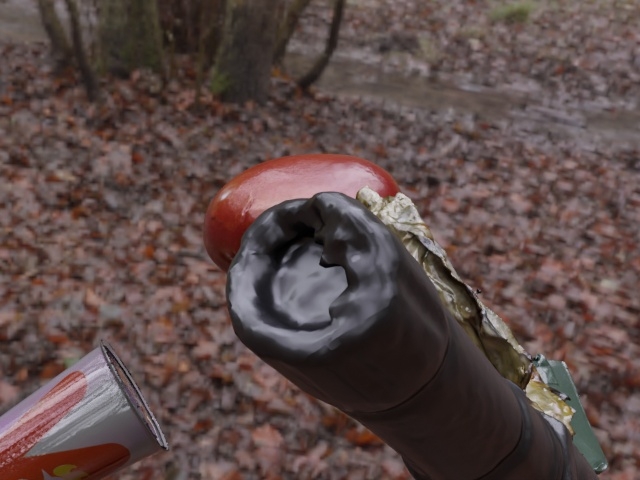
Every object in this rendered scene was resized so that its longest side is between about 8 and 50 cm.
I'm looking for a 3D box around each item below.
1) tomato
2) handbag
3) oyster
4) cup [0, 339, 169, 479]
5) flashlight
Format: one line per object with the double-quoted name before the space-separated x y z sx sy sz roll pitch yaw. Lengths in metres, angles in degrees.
"tomato" 0.000 0.000 1.291 0.298 0.299 0.226 21 62 26
"handbag" 0.388 0.317 1.798 0.247 0.079 0.260 17 43 -34
"oyster" 0.138 0.076 1.037 0.361 0.096 0.221 51 0 14
"cup" -0.395 0.303 1.443 0.288 0.203 0.203 -30 35 -9
"flashlight" 0.075 0.100 0.561 0.103 0.103 0.424 29 -12 37
